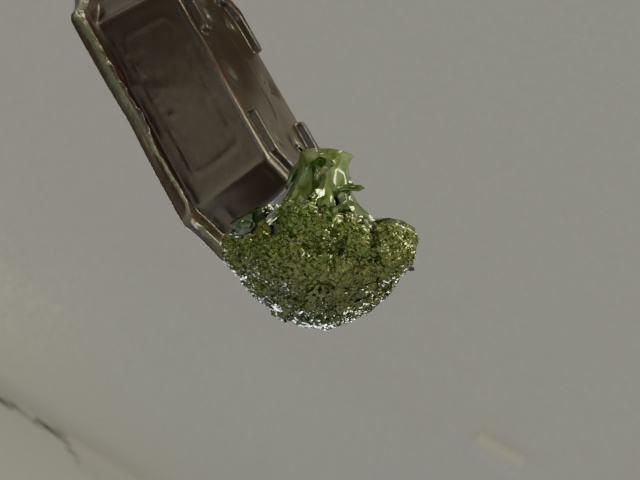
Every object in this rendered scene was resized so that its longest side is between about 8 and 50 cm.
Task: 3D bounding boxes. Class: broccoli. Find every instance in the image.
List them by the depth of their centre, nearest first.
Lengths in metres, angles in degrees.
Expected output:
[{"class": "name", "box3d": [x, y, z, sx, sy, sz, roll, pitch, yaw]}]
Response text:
[{"class": "broccoli", "box3d": [0.000, 0.000, 0.836, 0.131, 0.120, 0.130, 4, -11, 4]}]

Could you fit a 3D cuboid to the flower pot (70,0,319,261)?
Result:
[{"class": "flower pot", "box3d": [-0.080, -0.107, 0.983, 0.084, 0.179, 0.250, -34, -103, 16]}]
